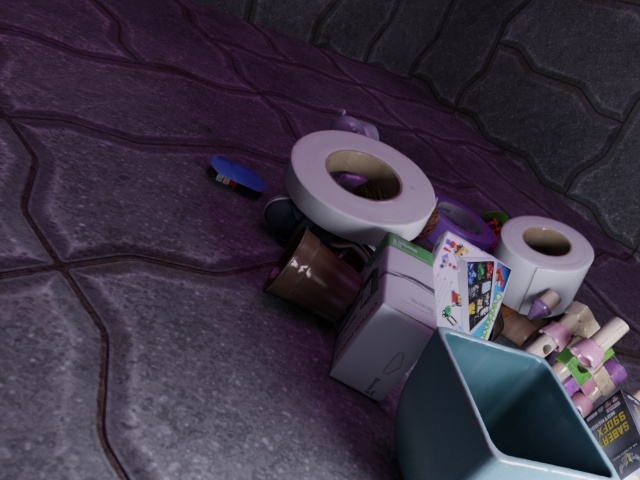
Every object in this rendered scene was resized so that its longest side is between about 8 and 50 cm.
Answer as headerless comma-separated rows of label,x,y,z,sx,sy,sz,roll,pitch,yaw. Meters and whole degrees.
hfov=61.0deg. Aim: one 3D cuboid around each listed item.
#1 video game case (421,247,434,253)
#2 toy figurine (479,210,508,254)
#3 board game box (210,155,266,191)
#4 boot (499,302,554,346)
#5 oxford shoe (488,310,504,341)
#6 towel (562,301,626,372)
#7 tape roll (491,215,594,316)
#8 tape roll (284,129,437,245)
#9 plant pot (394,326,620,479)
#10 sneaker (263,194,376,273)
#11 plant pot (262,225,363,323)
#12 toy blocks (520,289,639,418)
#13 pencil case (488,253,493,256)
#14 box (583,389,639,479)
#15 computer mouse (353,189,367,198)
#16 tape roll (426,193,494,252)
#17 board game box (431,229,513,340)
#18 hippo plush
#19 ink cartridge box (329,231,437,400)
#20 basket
video game case,0.281,0.044,1.491,0.226,0.026,0.206,1,7,39
toy figurine,0.658,0.003,2.010,0.173,0.130,0.159,41,32,-37
board game box,-0.230,-0.171,1.484,0.168,0.033,0.133,24,23,-23
boot,0.552,0.193,1.592,0.283,0.109,0.220,-15,47,-44
oxford shoe,0.418,0.163,1.421,0.096,0.082,0.227,-32,100,-53
towel,0.784,0.246,1.642,0.312,0.056,0.324,37,17,-42
tape roll,0.600,0.067,1.504,0.246,0.169,0.246,3,38,-3
tape roll,0.103,-0.143,1.382,0.391,0.072,0.392,13,40,-12
plant pot,0.254,0.337,0.885,0.247,0.252,0.248,20,29,-21
sneaker,0.000,0.000,1.325,0.321,0.126,0.127,28,26,-4
plant pot,-0.010,0.083,1.158,0.165,0.167,0.167,35,27,-9
toy blocks,0.581,0.317,1.318,0.289,0.260,0.309,52,-5,-20
pencil case,0.560,0.078,1.778,0.206,0.088,0.086,-3,28,-45
box,0.533,0.424,1.037,0.056,0.231,0.183,33,28,-3
computer mouse,0.029,-0.029,1.465,0.261,0.060,0.184,-11,77,-28
tape roll,0.464,-0.047,1.890,0.274,0.090,0.275,24,28,-14
board game box,0.317,0.150,1.280,0.193,0.053,0.305,30,66,-2
hippo plush,0.050,-0.303,1.738,0.294,0.237,0.234,3,36,-38
ink cartridge box,0.133,0.146,1.120,0.121,0.211,0.289,28,28,-6
basket,0.200,-0.072,1.670,0.299,0.223,0.214,-12,82,-53
